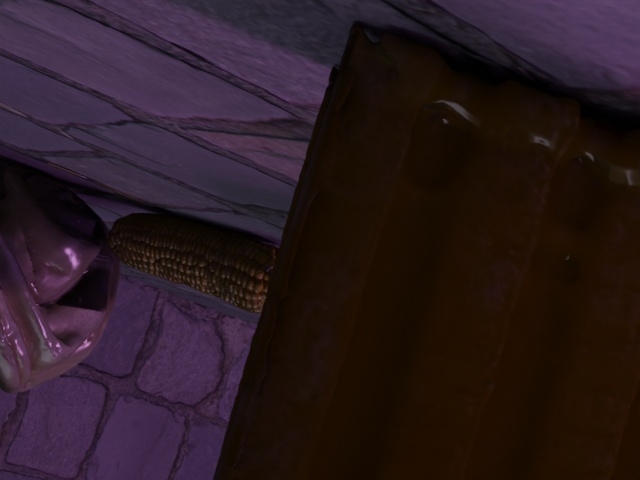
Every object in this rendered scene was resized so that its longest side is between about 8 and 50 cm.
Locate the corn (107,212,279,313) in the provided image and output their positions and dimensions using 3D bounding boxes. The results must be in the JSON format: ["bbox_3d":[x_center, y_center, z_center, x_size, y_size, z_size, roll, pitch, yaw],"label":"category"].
[{"bbox_3d":[-0.165,0.025,1.821,0.291,0.101,0.101,14,171,28],"label":"corn"}]

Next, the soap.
[{"bbox_3d":[0.102,0.085,0.767,0.293,0.335,0.156,16,173,-6],"label":"soap"}]

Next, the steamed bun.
[{"bbox_3d":[-0.418,0.020,1.868,0.347,0.237,0.394,56,-157,-9],"label":"steamed bun"}]
